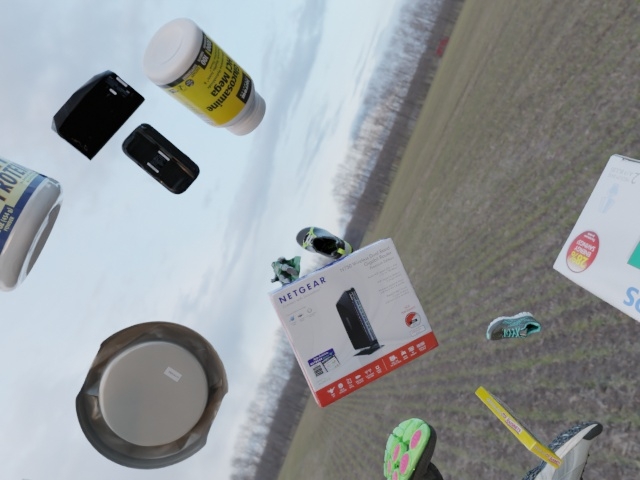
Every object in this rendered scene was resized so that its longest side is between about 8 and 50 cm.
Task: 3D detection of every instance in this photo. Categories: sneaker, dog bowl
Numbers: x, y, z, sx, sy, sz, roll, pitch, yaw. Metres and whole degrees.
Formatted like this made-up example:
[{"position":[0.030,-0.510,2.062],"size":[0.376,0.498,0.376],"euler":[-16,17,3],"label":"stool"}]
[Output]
[{"position":[0.553,0.521,1.233],"size":[0.271,0.108,0.100],"euler":[-46,-19,-10],"label":"sneaker"},{"position":[0.562,0.255,1.581],"size":[0.076,0.166,0.065],"euler":[-140,34,-67],"label":"sneaker"},{"position":[0.308,0.753,1.694],"size":[0.185,0.202,0.484],"euler":[-114,24,-66],"label":"sneaker"},{"position":[0.000,0.000,1.666],"size":[0.097,0.234,0.084],"euler":[26,-96,-50],"label":"sneaker"},{"position":[-0.399,0.361,1.322],"size":[0.349,0.348,0.102],"euler":[-68,13,-4],"label":"dog bowl"}]

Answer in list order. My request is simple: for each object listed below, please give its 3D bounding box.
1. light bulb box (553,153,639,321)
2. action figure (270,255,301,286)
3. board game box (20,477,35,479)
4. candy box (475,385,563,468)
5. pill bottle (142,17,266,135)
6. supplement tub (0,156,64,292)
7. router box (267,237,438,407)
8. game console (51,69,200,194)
[{"position":[0.632,0.055,0.813],"size":[0.358,0.360,0.226],"euler":[-117,47,-72],"label":"light bulb box"},{"position":[-0.115,0.096,1.689],"size":[0.232,0.063,0.137],"euler":[-157,84,-73],"label":"action figure"},{"position":[-0.556,0.561,1.132],"size":[0.026,0.103,0.154],"euler":[-60,-36,-56],"label":"board game box"},{"position":[0.433,0.408,1.206],"size":[0.027,0.105,0.206],"euler":[-49,25,3],"label":"candy box"},{"position":[-0.301,-0.428,1.491],"size":[0.334,0.187,0.188],"euler":[33,-104,-53],"label":"pill bottle"},{"position":[-0.671,-0.066,0.992],"size":[0.235,0.324,0.236],"euler":[-52,23,33],"label":"supplement tub"},{"position":[0.080,0.198,1.358],"size":[0.335,0.301,0.082],"euler":[-25,3,-11],"label":"router box"},{"position":[-0.483,-0.252,1.405],"size":[0.213,0.361,0.044],"euler":[-52,13,-11],"label":"game console"}]
